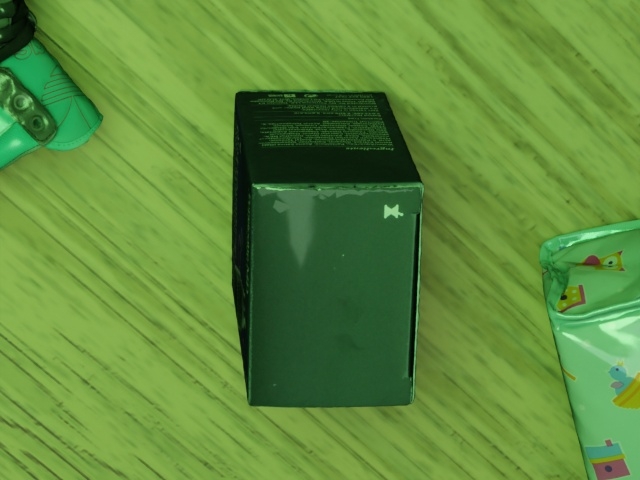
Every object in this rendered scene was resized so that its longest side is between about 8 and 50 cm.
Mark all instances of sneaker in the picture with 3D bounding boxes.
[{"bbox_3d":[-0.205,-0.141,1.281,0.178,0.124,0.295,34,110,-11],"label":"sneaker"}]

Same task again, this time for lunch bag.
[{"bbox_3d":[0.303,0.089,1.393,0.262,0.160,0.223,-14,109,6],"label":"lunch bag"}]

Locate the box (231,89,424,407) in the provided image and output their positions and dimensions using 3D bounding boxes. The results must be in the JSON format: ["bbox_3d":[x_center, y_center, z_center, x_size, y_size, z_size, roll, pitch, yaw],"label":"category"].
[{"bbox_3d":[0.000,0.000,1.306,0.108,0.207,0.153,0,110,-5],"label":"box"}]
